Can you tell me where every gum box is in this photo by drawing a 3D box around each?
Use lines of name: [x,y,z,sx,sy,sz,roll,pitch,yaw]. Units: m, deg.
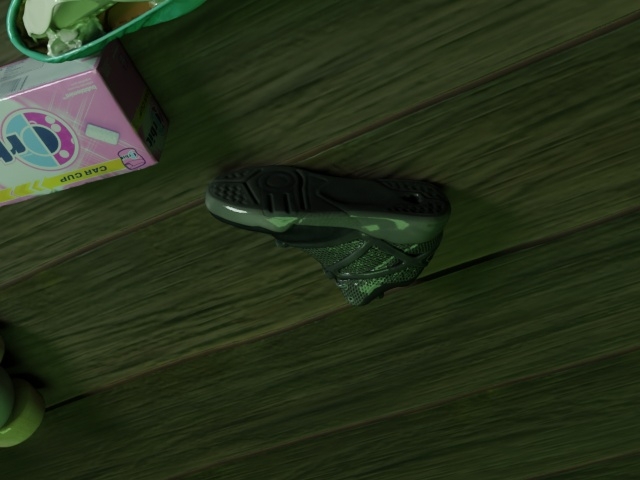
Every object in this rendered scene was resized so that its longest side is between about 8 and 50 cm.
gum box: [-0.247,-0.103,0.862,0.188,0.062,0.107,-13,131,18]

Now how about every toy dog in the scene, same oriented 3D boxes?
toy dog: [-0.490,0.217,1.135,0.334,0.161,0.220,-27,126,28]

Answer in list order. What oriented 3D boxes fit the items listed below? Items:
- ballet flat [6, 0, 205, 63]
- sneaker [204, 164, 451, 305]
ballet flat: [-0.150,-0.190,0.712,0.247,0.087,0.083,-19,102,39]
sneaker: [0.000,0.000,0.921,0.228,0.087,0.130,5,129,-7]
